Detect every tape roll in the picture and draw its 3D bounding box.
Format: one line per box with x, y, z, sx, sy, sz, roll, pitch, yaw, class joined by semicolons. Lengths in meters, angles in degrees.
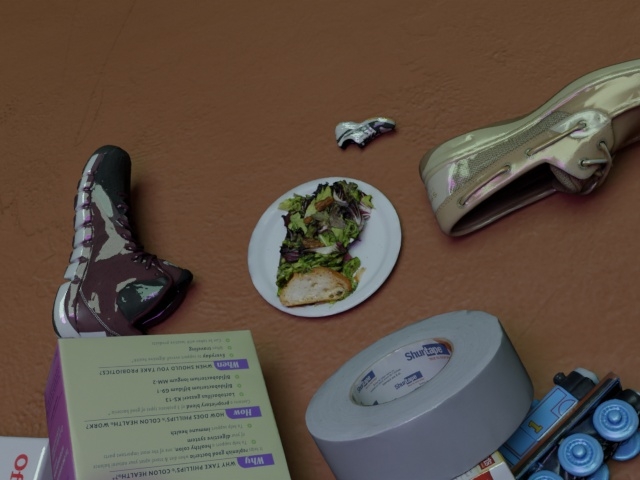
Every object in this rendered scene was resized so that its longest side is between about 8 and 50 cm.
0.096;0.158;0.882;0.219;0.072;0.219;-28;13;7;tape roll

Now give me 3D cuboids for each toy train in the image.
0.238;0.203;0.882;0.184;0.080;0.105;-43;51;-8;toy train

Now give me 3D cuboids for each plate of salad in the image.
0.000;0.000;1.100;0.200;0.048;0.199;-9;58;15;plate of salad

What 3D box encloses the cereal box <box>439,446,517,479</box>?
0.097;0.317;0.814;0.240;0.173;0.047;-29;11;4;cereal box

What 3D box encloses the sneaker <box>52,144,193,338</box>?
-0.237;0.009;1.155;0.163;0.106;0.281;1;72;14;sneaker

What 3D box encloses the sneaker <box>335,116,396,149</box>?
0.061;-0.140;1.176;0.083;0.032;0.036;-8;72;20;sneaker

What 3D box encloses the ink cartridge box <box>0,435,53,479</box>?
-0.418;0.328;1.009;0.273;0.114;0.198;-3;60;18;ink cartridge box

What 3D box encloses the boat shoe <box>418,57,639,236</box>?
0.288;-0.101;1.026;0.341;0.122;0.110;-23;60;17;boat shoe

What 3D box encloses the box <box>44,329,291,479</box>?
-0.160;0.227;0.918;0.214;0.117;0.242;0;51;-26;box
